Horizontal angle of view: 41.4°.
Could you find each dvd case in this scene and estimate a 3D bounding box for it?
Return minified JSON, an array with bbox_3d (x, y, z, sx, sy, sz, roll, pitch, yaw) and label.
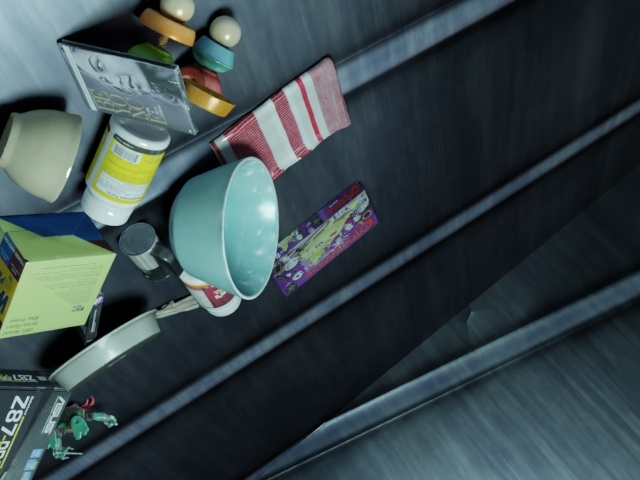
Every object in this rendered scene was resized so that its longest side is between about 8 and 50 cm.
[{"bbox_3d":[-0.328,-0.261,1.458,0.164,0.221,0.018,81,28,-57],"label":"dvd case"}]

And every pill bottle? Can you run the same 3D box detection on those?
[{"bbox_3d":[-0.382,-0.139,1.639,0.119,0.119,0.208,-4,135,-48],"label":"pill bottle"},{"bbox_3d":[-0.271,0.099,2.102,0.121,0.121,0.221,-36,151,-9],"label":"pill bottle"}]

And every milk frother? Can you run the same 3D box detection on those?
[{"bbox_3d":[-0.359,0.003,1.909,0.135,0.129,0.143,69,29,-61],"label":"milk frother"}]

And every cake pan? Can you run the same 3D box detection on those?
[{"bbox_3d":[-0.497,0.263,1.996,0.293,0.054,0.293,-34,178,-2],"label":"cake pan"}]

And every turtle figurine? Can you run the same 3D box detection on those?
[{"bbox_3d":[-0.629,0.481,2.175,0.175,0.118,0.234,-38,175,-6],"label":"turtle figurine"}]

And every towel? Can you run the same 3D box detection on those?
[{"bbox_3d":[-0.082,-0.250,1.942,0.329,0.037,0.237,-38,151,-7],"label":"towel"}]

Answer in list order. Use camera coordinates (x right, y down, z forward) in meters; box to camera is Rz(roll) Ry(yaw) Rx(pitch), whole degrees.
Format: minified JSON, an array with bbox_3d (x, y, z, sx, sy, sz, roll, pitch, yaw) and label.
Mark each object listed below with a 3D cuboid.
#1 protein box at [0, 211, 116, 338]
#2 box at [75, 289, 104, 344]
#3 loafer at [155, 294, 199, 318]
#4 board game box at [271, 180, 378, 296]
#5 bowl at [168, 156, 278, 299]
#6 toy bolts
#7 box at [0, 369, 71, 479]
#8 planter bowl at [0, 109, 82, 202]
[{"bbox_3d":[-0.555,0.066,1.692,0.200,0.136,0.201,-6,136,-48],"label":"protein box"},{"bbox_3d":[-0.517,0.133,1.853,0.029,0.116,0.162,-14,141,-34],"label":"box"},{"bbox_3d":[-0.372,0.169,2.172,0.125,0.039,0.045,-13,174,-37],"label":"loafer"},{"bbox_3d":[0.000,0.000,2.380,0.347,0.056,0.208,-39,156,-4],"label":"board game box"},{"bbox_3d":[-0.221,-0.030,1.866,0.311,0.163,0.311,3,90,-71],"label":"bowl"},{"bbox_3d":[-0.204,-0.336,1.528,0.158,0.218,0.228,-61,166,11],"label":"toy bolts"},{"bbox_3d":[-0.784,0.484,1.931,0.318,0.097,0.395,20,98,-59],"label":"box"},{"bbox_3d":[-0.493,-0.157,1.462,0.109,0.162,0.162,18,120,-28],"label":"planter bowl"}]
